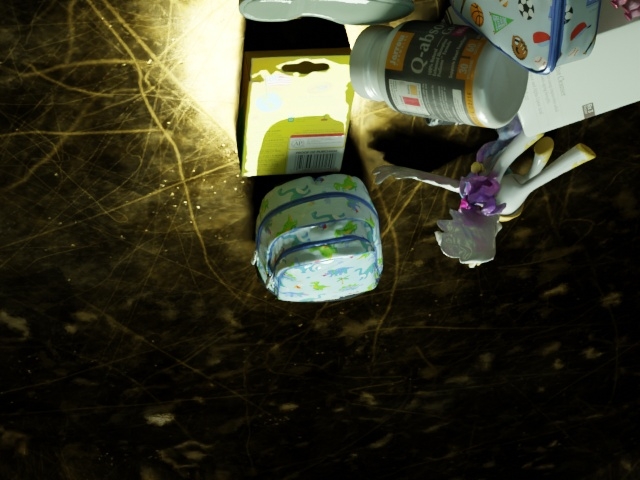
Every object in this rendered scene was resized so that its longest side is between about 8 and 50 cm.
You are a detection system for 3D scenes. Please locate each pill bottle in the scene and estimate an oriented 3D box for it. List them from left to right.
[{"bbox_3d":[0.197,-0.287,1.931,0.278,0.162,0.162,14,159,35],"label":"pill bottle"}]

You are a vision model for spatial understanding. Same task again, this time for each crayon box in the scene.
[{"bbox_3d":[-0.044,-0.252,2.117,0.202,0.081,0.318,-3,145,-11],"label":"crayon box"}]

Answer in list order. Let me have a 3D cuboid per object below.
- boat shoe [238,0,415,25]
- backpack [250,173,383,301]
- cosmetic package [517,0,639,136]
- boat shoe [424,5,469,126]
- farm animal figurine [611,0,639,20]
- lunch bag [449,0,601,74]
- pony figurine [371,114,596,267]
[{"bbox_3d":[0.010,-0.419,1.890,0.302,0.091,0.114,1,163,-20],"label":"boat shoe"},{"bbox_3d":[0.000,0.000,2.328,0.290,0.273,0.355,-4,142,-4],"label":"backpack"},{"bbox_3d":[0.516,-0.359,2.053,0.385,0.156,0.217,-18,142,12],"label":"cosmetic package"},{"bbox_3d":[0.225,-0.312,2.093,0.102,0.108,0.301,-12,152,-1],"label":"boat shoe"},{"bbox_3d":[0.483,-0.489,1.766,0.172,0.330,0.327,-43,124,9],"label":"farm animal figurine"},{"bbox_3d":[0.295,-0.410,1.724,0.115,0.303,0.243,-25,136,-18],"label":"lunch bag"},{"bbox_3d":[0.332,-0.098,2.309,0.351,0.303,0.363,14,123,-44],"label":"pony figurine"}]
